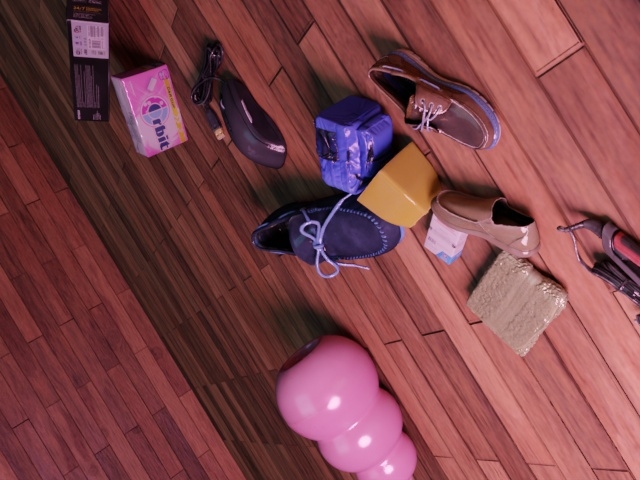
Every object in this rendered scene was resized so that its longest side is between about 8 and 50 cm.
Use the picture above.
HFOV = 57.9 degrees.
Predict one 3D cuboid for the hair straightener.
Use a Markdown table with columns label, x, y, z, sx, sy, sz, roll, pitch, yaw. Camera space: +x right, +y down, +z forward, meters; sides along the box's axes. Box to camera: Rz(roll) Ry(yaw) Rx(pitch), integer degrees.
| label | x | y | z | sx | sy | sz | roll | pitch | yaw |
| --- | --- | --- | --- | --- | --- | --- | --- | --- | --- |
| hair straightener | 0.341 | 0.061 | 0.605 | 0.230 | 0.047 | 0.089 | 42 | 145 | 27 |

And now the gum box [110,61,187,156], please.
| label | x | y | z | sx | sy | sz | roll | pitch | yaw |
| --- | --- | --- | --- | --- | --- | --- | --- | --- | --- |
| gum box | -0.375 | -0.286 | 1.285 | 0.062 | 0.107 | 0.189 | 25 | 136 | 44 |

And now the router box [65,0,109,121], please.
| label | x | y | z | sx | sy | sz | roll | pitch | yaw |
| --- | --- | --- | --- | --- | --- | --- | --- | --- | --- |
| router box | -0.503 | -0.449 | 1.258 | 0.309 | 0.080 | 0.243 | 124 | 139 | -57 |

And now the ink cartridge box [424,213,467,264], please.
| label | x | y | z | sx | sy | sz | roll | pitch | yaw |
| --- | --- | --- | --- | --- | --- | --- | --- | --- | --- |
| ink cartridge box | 0.177 | -0.014 | 0.797 | 0.048 | 0.028 | 0.083 | 40 | 145 | 28 |

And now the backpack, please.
| label | x | y | z | sx | sy | sz | roll | pitch | yaw |
| --- | --- | --- | --- | --- | --- | --- | --- | --- | --- |
| backpack | 0.049 | -0.126 | 0.819 | 0.101 | 0.098 | 0.120 | 30 | 138 | 34 |

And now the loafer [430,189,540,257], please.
| label | x | y | z | sx | sy | sz | roll | pitch | yaw |
| --- | --- | --- | --- | --- | --- | --- | --- | --- | --- |
| loafer | 0.206 | -0.033 | 0.718 | 0.148 | 0.056 | 0.050 | 27 | 137 | 27 |

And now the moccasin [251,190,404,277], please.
| label | x | y | z | sx | sy | sz | roll | pitch | yaw |
| --- | --- | --- | --- | --- | --- | --- | --- | --- | --- |
| moccasin | 0.000 | 0.000 | 0.980 | 0.342 | 0.116 | 0.138 | -7 | 110 | 57 |

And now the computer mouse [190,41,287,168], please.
| label | x | y | z | sx | sy | sz | roll | pitch | yaw |
| --- | --- | --- | --- | --- | --- | --- | --- | --- | --- |
| computer mouse | -0.172 | -0.220 | 1.093 | 0.262 | 0.060 | 0.184 | 56 | 149 | 5 |

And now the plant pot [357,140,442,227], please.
| label | x | y | z | sx | sy | sz | roll | pitch | yaw |
| --- | --- | --- | --- | --- | --- | --- | --- | --- | --- |
| plant pot | 0.116 | -0.067 | 0.793 | 0.083 | 0.081 | 0.081 | 45 | 148 | 5 |

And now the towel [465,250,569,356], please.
| label | x | y | z | sx | sy | sz | roll | pitch | yaw |
| --- | --- | --- | --- | --- | --- | --- | --- | --- | --- |
| towel | 0.256 | 0.081 | 0.767 | 0.110 | 0.027 | 0.148 | 44 | 148 | 25 |

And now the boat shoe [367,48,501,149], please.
| label | x | y | z | sx | sy | sz | roll | pitch | yaw |
| --- | --- | --- | --- | --- | --- | --- | --- | --- | --- |
| boat shoe | 0.130 | -0.161 | 0.698 | 0.183 | 0.066 | 0.066 | 42 | 146 | 26 |

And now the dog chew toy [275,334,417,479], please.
| label | x | y | z | sx | sy | sz | roll | pitch | yaw |
| --- | --- | --- | --- | --- | --- | --- | --- | --- | --- |
| dog chew toy | 0.064 | 0.349 | 1.130 | 0.332 | 0.206 | 0.206 | 51 | 150 | -3 |
